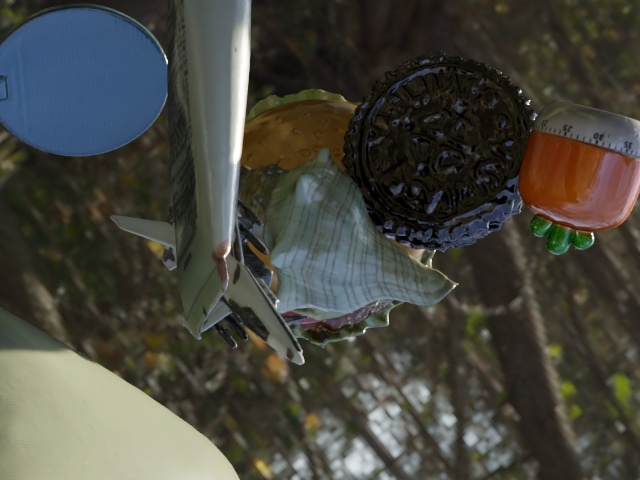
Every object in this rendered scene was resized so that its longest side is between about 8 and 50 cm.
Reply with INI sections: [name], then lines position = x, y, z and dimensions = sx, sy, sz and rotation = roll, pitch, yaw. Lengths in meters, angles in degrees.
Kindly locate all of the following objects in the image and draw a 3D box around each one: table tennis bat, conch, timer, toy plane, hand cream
[table tennis bat]
position = -0.364, -0.209, 2.026
dimensions = 0.329, 0.215, 0.044
rotation = -5, -150, -11
[conch]
position = -0.011, -0.003, 1.372
dimensions = 0.137, 0.234, 0.114
rotation = -44, 150, 2
[timer]
position = 0.211, -0.047, 1.234
dimensions = 0.136, 0.099, 0.136
rotation = 10, 90, -87
[toy plane]
position = -0.069, 0.028, 1.225
dimensions = 0.082, 0.234, 0.160
rotation = -17, 131, -44
[hand cream]
position = -0.072, -0.113, 1.013
dimensions = 0.078, 0.341, 0.124
rotation = 2, 161, -15

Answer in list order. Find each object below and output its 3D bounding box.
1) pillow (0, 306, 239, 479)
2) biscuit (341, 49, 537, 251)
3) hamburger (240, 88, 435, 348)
[pillow]
position = -0.136, 0.173, 0.880
dimensions = 0.120, 0.322, 0.255
rotation = -34, -135, 17
[biscuit]
position = 0.114, -0.084, 1.441
dimensions = 0.194, 0.194, 0.053
rotation = -39, 163, 0
[hamburger]
position = -0.003, -0.030, 1.638
dimensions = 0.274, 0.274, 0.212
rotation = -38, 169, -12
